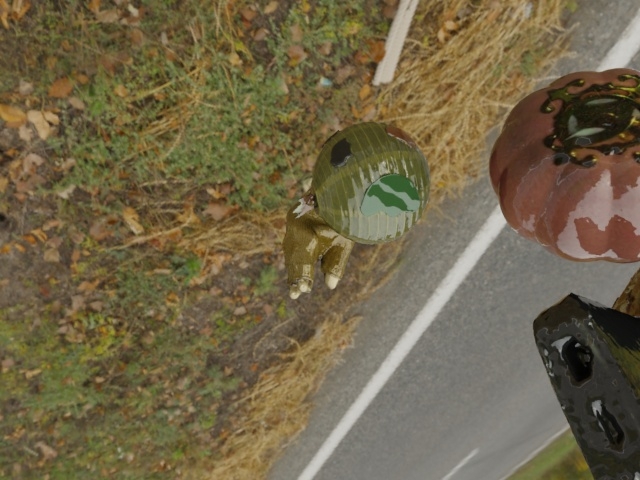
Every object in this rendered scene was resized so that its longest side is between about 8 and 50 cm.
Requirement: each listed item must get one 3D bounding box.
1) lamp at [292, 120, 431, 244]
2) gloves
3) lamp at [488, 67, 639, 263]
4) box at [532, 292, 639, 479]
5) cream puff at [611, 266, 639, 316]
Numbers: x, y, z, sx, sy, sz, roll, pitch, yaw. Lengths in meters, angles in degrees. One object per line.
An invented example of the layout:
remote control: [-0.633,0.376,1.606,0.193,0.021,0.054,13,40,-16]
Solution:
lamp: [0.076,-0.106,1.131,0.284,0.250,0.250,-18,145,-6]
gloves: [-0.008,-0.006,1.491,0.203,0.155,0.357,40,60,-37]
lamp: [0.401,-0.097,0.817,0.305,0.305,0.240,-30,140,-4]
box: [0.403,0.238,0.645,0.350,0.360,0.091,17,137,-43]
cream puff: [0.673,0.128,1.093,0.240,0.163,0.240,-44,152,-31]
